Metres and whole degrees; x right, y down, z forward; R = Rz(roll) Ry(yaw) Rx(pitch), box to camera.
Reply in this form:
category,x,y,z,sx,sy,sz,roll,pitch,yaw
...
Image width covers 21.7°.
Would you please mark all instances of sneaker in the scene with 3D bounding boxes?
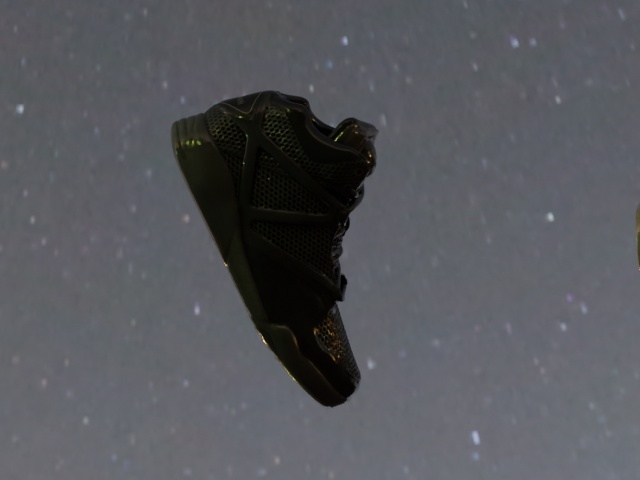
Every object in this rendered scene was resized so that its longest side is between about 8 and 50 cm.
category,x,y,z,sx,sy,sz,roll,pitch,yaw
sneaker,0.000,0.000,1.139,0.130,0.087,0.227,-23,-83,7

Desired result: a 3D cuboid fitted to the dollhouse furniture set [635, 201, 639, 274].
category,x,y,z,sx,sy,sz,roll,pitch,yaw
dollhouse furniture set,0.460,0.145,1.419,0.362,0.256,0.394,-3,-84,14
